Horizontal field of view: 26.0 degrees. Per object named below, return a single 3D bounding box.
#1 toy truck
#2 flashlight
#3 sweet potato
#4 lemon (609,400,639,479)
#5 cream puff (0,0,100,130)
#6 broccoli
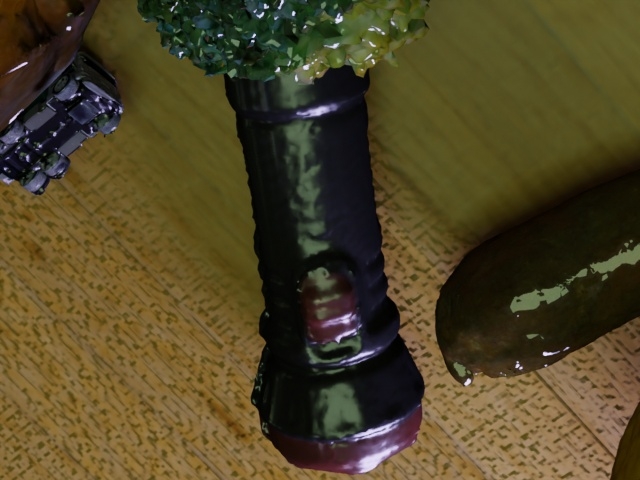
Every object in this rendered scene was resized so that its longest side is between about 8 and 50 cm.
[{"bbox_3d":[-0.139,-0.061,0.704,0.083,0.044,0.039,-36,128,20],"label":"toy truck"},{"bbox_3d":[0.000,0.000,0.691,0.093,0.093,0.232,-3,114,9],"label":"flashlight"},{"bbox_3d":[0.176,-0.007,0.676,0.273,0.075,0.075,-26,110,14],"label":"sweet potato"},{"bbox_3d":[0.264,0.138,0.625,0.293,0.293,0.293,3,116,6],"label":"lemon"},{"bbox_3d":[-0.204,-0.088,0.608,0.155,0.241,0.269,41,87,-11],"label":"cream puff"},{"bbox_3d":[0.018,-0.156,0.584,0.194,0.220,0.194,-11,115,-24],"label":"broccoli"}]
